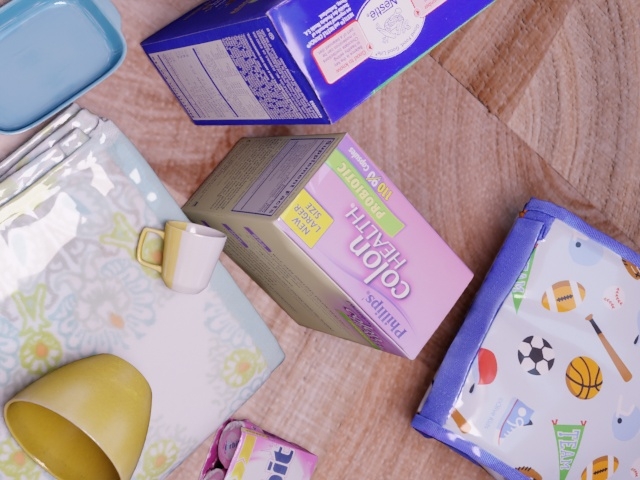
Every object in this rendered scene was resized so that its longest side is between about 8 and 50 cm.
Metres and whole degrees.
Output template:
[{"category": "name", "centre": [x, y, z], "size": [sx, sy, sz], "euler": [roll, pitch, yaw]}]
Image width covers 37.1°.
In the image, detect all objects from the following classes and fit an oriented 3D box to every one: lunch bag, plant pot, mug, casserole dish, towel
[{"category": "lunch bag", "centre": [0.309, 0.169, 1.220], "size": [0.385, 0.239, 0.328], "euler": [34, 80, -35]}, {"category": "plant pot", "centre": [-0.213, 0.163, 0.899], "size": [0.134, 0.134, 0.095], "euler": [56, 46, -21]}, {"category": "mug", "centre": [-0.137, 0.016, 0.958], "size": [0.062, 0.078, 0.064], "euler": [-1, 108, -60]}, {"category": "casserole dish", "centre": [-0.282, -0.180, 0.950], "size": [0.188, 0.037, 0.114], "euler": [-40, 95, -19]}, {"category": "towel", "centre": [-0.247, 0.093, 0.983], "size": [0.320, 0.090, 0.374], "euler": [-41, 112, -17]}]

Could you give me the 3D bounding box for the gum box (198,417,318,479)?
[{"category": "gum box", "centre": [-0.088, 0.306, 1.103], "size": [0.107, 0.062, 0.188], "euler": [25, 82, -29]}]

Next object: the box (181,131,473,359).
[{"category": "box", "centre": [0.000, 0.000, 1.021], "size": [0.213, 0.243, 0.117], "euler": [46, 73, -24]}]

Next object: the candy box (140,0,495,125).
[{"category": "candy box", "centre": [0.002, -0.229, 0.958], "size": [0.268, 0.317, 0.122], "euler": [-38, 113, -20]}]
